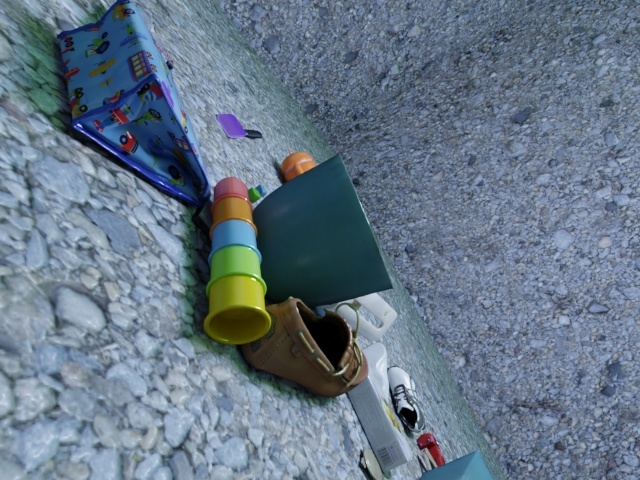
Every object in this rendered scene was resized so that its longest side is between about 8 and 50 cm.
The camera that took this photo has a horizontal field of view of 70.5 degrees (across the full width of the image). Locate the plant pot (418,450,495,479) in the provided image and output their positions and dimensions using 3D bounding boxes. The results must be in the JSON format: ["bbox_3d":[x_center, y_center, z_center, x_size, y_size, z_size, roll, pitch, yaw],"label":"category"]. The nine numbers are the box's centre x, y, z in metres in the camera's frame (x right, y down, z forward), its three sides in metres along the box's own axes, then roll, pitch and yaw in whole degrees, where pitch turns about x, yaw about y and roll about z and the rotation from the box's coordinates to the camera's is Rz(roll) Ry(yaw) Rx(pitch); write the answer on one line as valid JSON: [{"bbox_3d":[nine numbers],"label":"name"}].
[{"bbox_3d":[0.304,0.605,1.005,0.234,0.166,0.165,20,40,-61],"label":"plant pot"}]

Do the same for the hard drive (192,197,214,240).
[{"bbox_3d":[-0.183,-0.012,0.859,0.135,0.022,0.094,54,13,-23],"label":"hard drive"}]

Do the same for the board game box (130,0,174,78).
[{"bbox_3d":[-0.376,-0.408,0.949,0.194,0.060,0.194,44,20,-49],"label":"board game box"}]

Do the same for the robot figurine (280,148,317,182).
[{"bbox_3d":[-0.059,-0.217,1.596,0.158,0.128,0.219,-21,80,-50],"label":"robot figurine"}]

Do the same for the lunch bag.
[{"bbox_3d":[-0.272,-0.206,0.771,0.220,0.138,0.293,63,4,30],"label":"lunch bag"}]

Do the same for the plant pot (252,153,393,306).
[{"bbox_3d":[-0.015,0.002,0.928,0.293,0.235,0.292,-21,90,-85],"label":"plant pot"}]

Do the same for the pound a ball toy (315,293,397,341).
[{"bbox_3d":[0.062,0.163,1.240,0.208,0.135,0.319,36,-5,40],"label":"pound a ball toy"}]

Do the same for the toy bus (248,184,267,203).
[{"bbox_3d":[-0.084,-0.062,1.143,0.191,0.104,0.202,41,21,-41],"label":"toy bus"}]

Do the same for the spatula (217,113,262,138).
[{"bbox_3d":[-0.238,-0.343,1.408,0.084,0.030,0.296,57,12,1],"label":"spatula"}]

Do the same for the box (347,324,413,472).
[{"bbox_3d":[0.104,0.349,1.033,0.323,0.067,0.063,63,12,21],"label":"box"}]

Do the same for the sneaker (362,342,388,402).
[{"bbox_3d":[0.146,0.361,1.191,0.212,0.080,0.094,-77,147,-63],"label":"sneaker"}]

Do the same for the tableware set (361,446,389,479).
[{"bbox_3d":[0.125,0.496,0.878,0.168,0.020,0.141,54,11,-17],"label":"tableware set"}]

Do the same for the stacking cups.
[{"bbox_3d":[-0.141,0.017,0.752,0.096,0.096,0.316,49,19,-40],"label":"stacking cups"}]

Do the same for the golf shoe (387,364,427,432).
[{"bbox_3d":[0.246,0.456,1.318,0.198,0.077,0.094,64,13,26],"label":"golf shoe"}]

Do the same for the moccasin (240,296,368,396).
[{"bbox_3d":[0.009,0.191,0.838,0.380,0.147,0.139,45,19,-48],"label":"moccasin"}]

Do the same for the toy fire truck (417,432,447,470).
[{"bbox_3d":[0.309,0.617,1.250,0.135,0.047,0.192,47,16,-39],"label":"toy fire truck"}]
